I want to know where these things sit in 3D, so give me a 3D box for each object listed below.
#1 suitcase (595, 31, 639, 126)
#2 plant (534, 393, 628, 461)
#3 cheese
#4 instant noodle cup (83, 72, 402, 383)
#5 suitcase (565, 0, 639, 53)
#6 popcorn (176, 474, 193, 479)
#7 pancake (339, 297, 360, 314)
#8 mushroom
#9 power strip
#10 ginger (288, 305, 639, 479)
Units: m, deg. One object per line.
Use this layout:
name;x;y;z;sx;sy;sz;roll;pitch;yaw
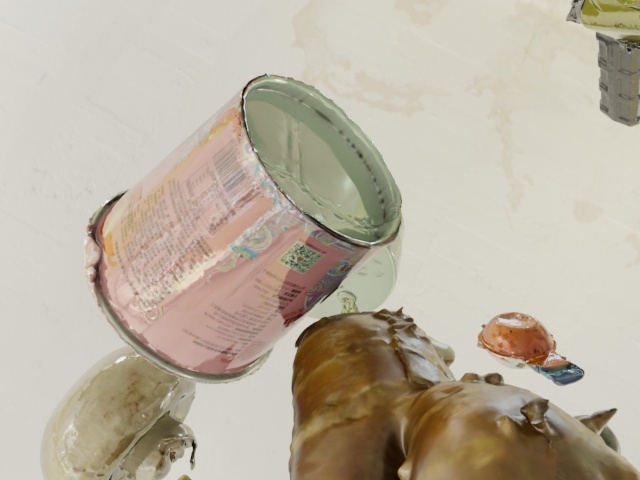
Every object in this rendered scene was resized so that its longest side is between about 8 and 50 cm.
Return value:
suitcase;0.480;-0.305;0.827;0.285;0.206;0.066;-46;-124;-1
plant;0.226;0.255;0.614;0.146;0.149;0.274;48;-150;8
cheese;0.546;0.283;1.673;0.217;0.129;0.329;-9;-160;-19
instant noodle cup;-0.069;-0.017;0.621;0.243;0.231;0.243;31;-143;-28
suitcase;0.311;-0.244;0.501;0.143;0.194;0.235;13;-162;-16
popcorn;-0.157;0.410;0.789;0.255;0.256;0.195;31;-131;8
pancake;0.115;0.204;0.961;0.054;0.197;0.376;-39;-132;-4
mushroom;-0.382;0.394;1.302;0.295;0.362;0.362;34;-126;9
power strip;0.000;0.000;1.355;0.358;0.357;0.161;20;-136;-2
ginger;0.088;0.163;0.480;0.254;0.418;0.176;-27;-75;8
